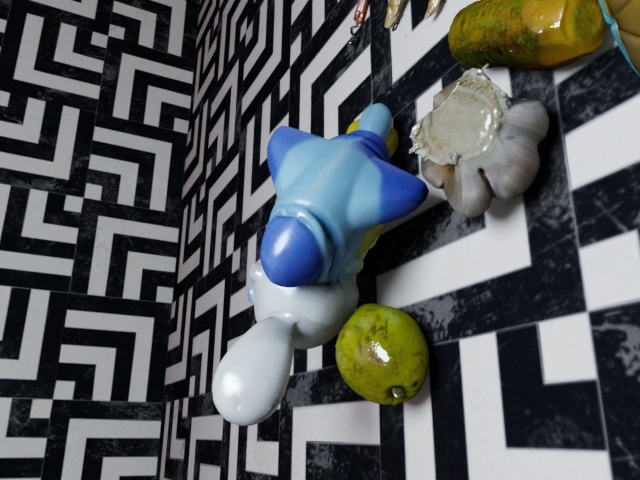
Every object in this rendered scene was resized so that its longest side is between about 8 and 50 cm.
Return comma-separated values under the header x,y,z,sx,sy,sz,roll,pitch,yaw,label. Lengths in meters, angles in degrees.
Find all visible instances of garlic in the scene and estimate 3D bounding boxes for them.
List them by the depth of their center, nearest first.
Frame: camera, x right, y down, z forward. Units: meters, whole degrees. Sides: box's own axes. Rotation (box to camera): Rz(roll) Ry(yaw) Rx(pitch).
x,y,z,sx,sy,sz,roll,pitch,yaw,label
0.151,-0.092,0.591,0.131,0.127,0.194,-60,0,0,garlic

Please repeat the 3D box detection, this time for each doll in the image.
x,y,z,sx,sy,sz,roll,pitch,yaw,label
-0.008,-0.003,0.727,0.376,0.187,0.366,-112,42,-69,doll

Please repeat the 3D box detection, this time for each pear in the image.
x,y,z,sx,sy,sz,roll,pitch,yaw,label
0.071,0.131,0.668,0.131,0.107,0.107,-103,32,-57,pear

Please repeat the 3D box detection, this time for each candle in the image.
x,y,z,sx,sy,sz,roll,pitch,yaw,label
0.075,-0.405,0.951,0.026,0.021,0.167,-72,-2,-73,candle

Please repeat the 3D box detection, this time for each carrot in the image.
x,y,z,sx,sy,sz,roll,pitch,yaw,label
0.196,-0.205,0.556,0.173,0.082,0.082,-140,62,-69,carrot

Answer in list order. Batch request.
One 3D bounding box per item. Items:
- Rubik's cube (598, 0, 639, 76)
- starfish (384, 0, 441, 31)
x,y,z,sx,sy,sz,roll,pitch,yaw,label
0.224,-0.262,0.349,0.254,0.254,0.255,-34,51,57,Rubik's cube
0.133,-0.445,0.797,0.299,0.060,0.303,10,91,63,starfish
